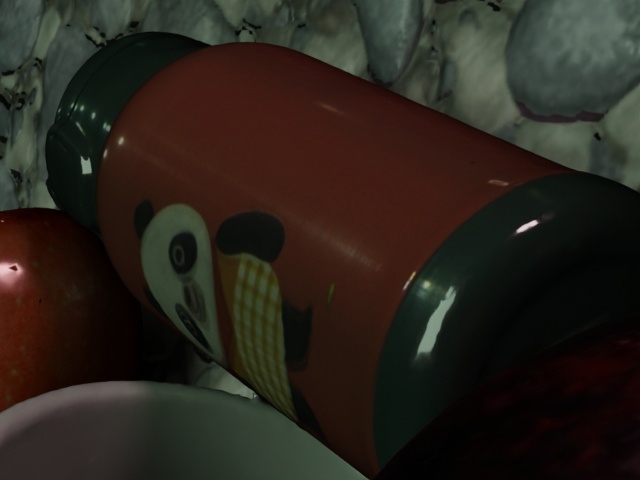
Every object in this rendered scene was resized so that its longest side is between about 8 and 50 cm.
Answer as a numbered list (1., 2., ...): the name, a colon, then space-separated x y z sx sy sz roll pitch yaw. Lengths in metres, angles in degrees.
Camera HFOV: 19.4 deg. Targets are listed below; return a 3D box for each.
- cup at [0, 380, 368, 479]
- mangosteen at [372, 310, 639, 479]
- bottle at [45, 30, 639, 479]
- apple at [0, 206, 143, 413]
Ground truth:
1. cup: -0.043 0.241 0.714 0.301 0.227 0.257 46 127 42
2. mangosteen: 0.122 0.184 0.483 0.307 0.307 0.347 48 146 44
3. bottle: 0.000 0.000 0.779 0.336 0.144 0.144 30 102 51
4. apple: -0.172 0.067 0.928 0.181 0.181 0.168 -10 89 47
